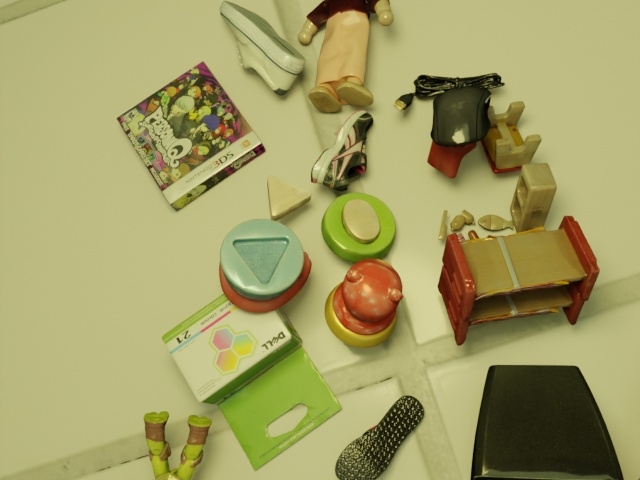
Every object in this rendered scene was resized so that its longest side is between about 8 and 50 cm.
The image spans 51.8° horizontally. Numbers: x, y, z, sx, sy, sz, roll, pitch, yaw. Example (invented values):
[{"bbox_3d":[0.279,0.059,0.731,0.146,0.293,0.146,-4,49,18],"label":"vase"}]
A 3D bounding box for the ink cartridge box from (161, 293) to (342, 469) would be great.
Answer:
[{"bbox_3d":[-0.112,0.218,1.095,0.188,0.097,0.255,-35,70,-2],"label":"ink cartridge box"}]

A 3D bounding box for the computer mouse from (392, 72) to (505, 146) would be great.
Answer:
[{"bbox_3d":[0.204,-0.239,1.121,0.184,0.060,0.262,1,35,24],"label":"computer mouse"}]

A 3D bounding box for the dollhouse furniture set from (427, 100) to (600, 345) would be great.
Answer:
[{"bbox_3d":[0.279,-0.039,1.081,0.201,0.152,0.374,-8,53,-2],"label":"dollhouse furniture set"}]

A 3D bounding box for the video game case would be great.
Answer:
[{"bbox_3d":[-0.253,-0.206,1.280,0.210,0.042,0.232,-34,70,-3],"label":"video game case"}]

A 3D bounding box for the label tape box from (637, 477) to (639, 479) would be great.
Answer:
[{"bbox_3d":[0.524,0.311,0.741,0.333,0.106,0.241,-41,70,-6],"label":"label tape box"}]

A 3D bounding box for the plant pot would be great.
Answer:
[{"bbox_3d":[0.314,0.279,0.963,0.188,0.187,0.167,-1,61,10],"label":"plant pot"}]

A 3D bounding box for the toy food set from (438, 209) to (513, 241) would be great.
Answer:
[{"bbox_3d":[0.267,-0.011,1.139,0.122,0.019,0.078,13,73,4],"label":"toy food set"}]

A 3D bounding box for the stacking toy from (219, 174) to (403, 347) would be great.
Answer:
[{"bbox_3d":[0.000,0.000,1.070,0.308,0.130,0.280,14,61,-1],"label":"stacking toy"}]

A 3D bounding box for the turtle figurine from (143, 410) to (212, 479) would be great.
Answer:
[{"bbox_3d":[-0.248,0.387,1.043,0.269,0.087,0.217,5,92,15],"label":"turtle figurine"}]

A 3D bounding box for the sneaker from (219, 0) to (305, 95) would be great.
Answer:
[{"bbox_3d":[-0.132,-0.379,1.288,0.258,0.094,0.091,51,120,33],"label":"sneaker"}]

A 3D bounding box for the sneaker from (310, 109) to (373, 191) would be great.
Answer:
[{"bbox_3d":[0.055,-0.153,1.188,0.077,0.072,0.178,31,67,7],"label":"sneaker"}]

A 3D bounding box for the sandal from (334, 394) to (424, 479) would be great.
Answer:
[{"bbox_3d":[0.097,0.325,1.060,0.179,0.040,0.067,-40,76,-19],"label":"sandal"}]

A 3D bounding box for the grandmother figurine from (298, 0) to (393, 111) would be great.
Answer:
[{"bbox_3d":[0.050,-0.416,1.264,0.207,0.104,0.343,2,71,23],"label":"grandmother figurine"}]
